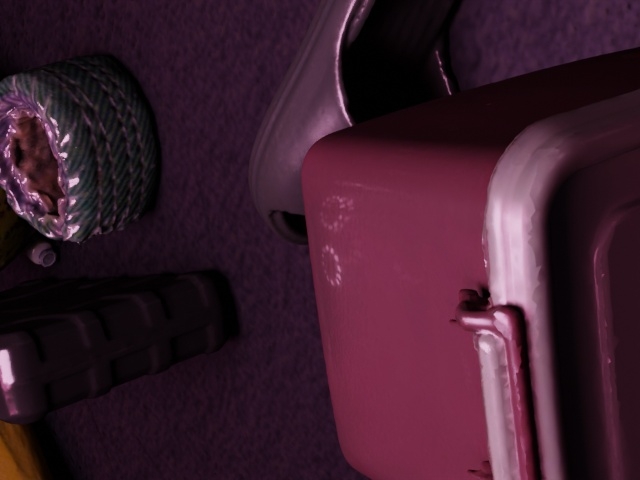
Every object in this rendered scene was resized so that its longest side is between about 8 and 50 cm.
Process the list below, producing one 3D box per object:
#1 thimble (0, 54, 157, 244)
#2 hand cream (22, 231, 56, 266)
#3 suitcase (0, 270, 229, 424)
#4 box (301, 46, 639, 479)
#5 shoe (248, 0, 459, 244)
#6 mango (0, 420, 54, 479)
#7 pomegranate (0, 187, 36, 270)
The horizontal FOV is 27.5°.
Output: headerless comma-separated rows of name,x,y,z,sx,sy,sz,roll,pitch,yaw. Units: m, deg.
thimble,-0.193,-0.071,1.014,0.118,0.090,0.135,12,116,42
hand cream,-0.272,-0.005,1.184,0.102,0.022,0.035,34,135,39
suitcase,-0.229,0.080,1.031,0.285,0.206,0.066,-5,100,47
box,0.140,0.011,0.551,0.167,0.294,0.193,18,120,54
shoe,0.039,-0.075,0.748,0.093,0.108,0.241,45,131,29
mango,-0.374,0.177,1.285,0.332,0.142,0.195,58,144,7
pomegranate,-0.335,-0.077,1.109,0.214,0.214,0.248,-34,46,49
